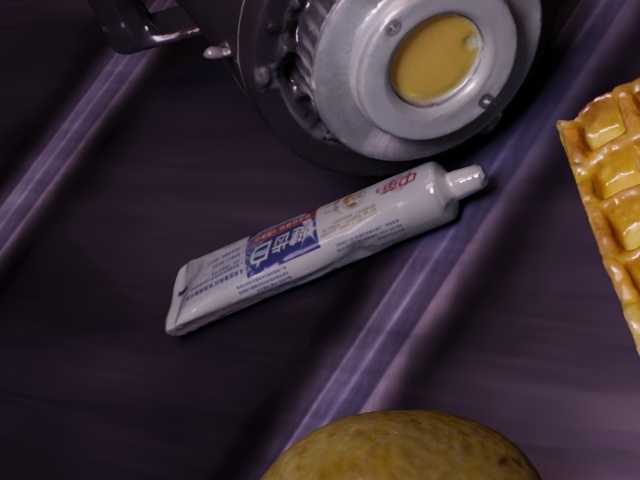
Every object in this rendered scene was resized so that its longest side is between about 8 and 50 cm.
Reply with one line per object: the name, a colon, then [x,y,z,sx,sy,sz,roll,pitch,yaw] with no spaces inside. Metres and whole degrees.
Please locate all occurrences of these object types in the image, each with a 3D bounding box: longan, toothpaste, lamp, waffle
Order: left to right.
toothpaste: [0.000,0.000,0.978,0.233,0.038,0.060,-22,43,24]
lamp: [0.007,-0.168,0.977,0.374,0.205,0.272,-17,43,10]
longan: [0.038,0.149,0.762,0.155,0.145,0.176,12,20,17]
waffle: [0.225,-0.014,0.810,0.160,0.055,0.211,-28,44,16]
